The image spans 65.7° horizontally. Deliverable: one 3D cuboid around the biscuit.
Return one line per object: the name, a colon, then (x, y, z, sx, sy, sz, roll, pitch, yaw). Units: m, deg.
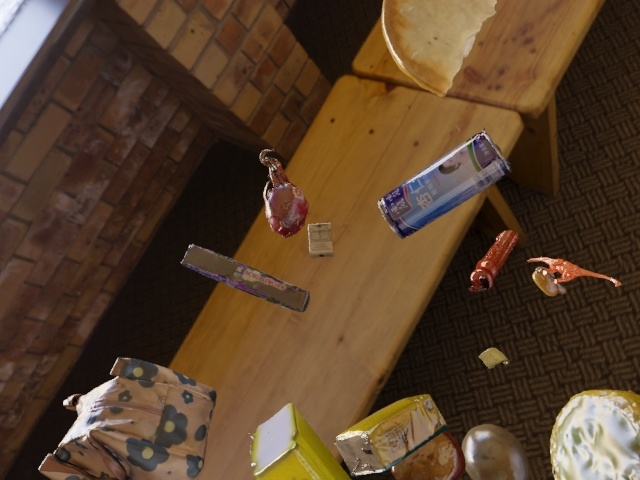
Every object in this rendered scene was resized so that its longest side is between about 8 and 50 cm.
biscuit: (0.222, -0.439, 0.954, 0.205, 0.040, 0.309, 30, 78, -3)

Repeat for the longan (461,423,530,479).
longan: (0.603, 0.761, 1.707, 0.248, 0.248, 0.248, -12, 64, 25)

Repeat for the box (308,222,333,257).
box: (0.000, 0.000, 1.125, 0.053, 0.024, 0.083, -4, 56, -2)

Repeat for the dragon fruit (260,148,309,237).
dragon fruit: (-0.080, -0.100, 1.027, 0.094, 0.094, 0.190, -13, 94, 25)

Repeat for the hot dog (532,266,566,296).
hot dog: (0.830, 0.154, 1.798, 0.060, 0.140, 0.090, -33, 10, 39)

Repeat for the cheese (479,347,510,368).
cheese: (0.518, 0.349, 1.472, 0.060, 0.084, 0.041, 55, 141, 40)

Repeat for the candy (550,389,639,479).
candy: (0.514, 0.387, 0.853, 0.260, 0.118, 0.259, -168, 90, -75)

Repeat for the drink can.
drink can: (0.229, -0.102, 0.925, 0.235, 0.097, 0.097, -34, 56, 21)

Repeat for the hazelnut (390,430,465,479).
hazelnut: (0.300, 0.605, 1.406, 0.210, 0.186, 0.210, -16, 24, 7)

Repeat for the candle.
candle: (0.402, 0.039, 1.139, 0.051, 0.329, 0.048, 16, 117, 27)

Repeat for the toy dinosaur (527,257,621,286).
toy dinosaur: (0.764, 0.097, 1.521, 0.101, 0.055, 0.279, -26, 35, -23)

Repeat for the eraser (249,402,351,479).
eraser: (0.004, 0.322, 0.613, 0.069, 0.158, 0.226, -38, 93, -3)

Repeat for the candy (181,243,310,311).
candy: (-0.172, 0.092, 1.180, 0.312, 0.088, 0.061, 21, 84, 2)

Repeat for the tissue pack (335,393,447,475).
tissue pack: (0.128, 0.353, 0.908, 0.120, 0.169, 0.082, -42, 68, 50)

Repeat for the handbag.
handbag: (-0.326, 0.327, 0.836, 0.251, 0.193, 0.190, -35, 31, 30)
